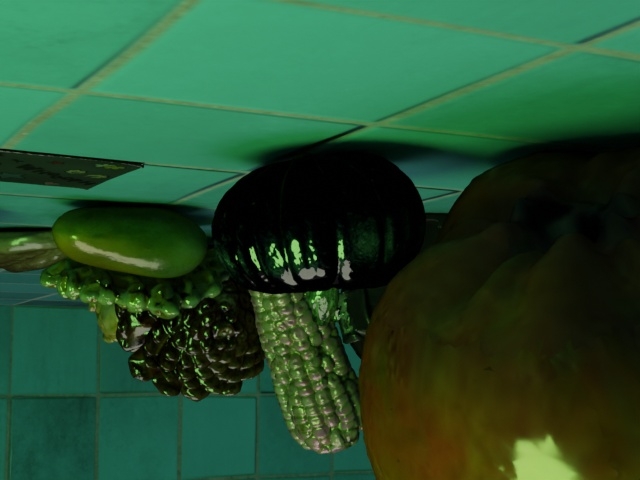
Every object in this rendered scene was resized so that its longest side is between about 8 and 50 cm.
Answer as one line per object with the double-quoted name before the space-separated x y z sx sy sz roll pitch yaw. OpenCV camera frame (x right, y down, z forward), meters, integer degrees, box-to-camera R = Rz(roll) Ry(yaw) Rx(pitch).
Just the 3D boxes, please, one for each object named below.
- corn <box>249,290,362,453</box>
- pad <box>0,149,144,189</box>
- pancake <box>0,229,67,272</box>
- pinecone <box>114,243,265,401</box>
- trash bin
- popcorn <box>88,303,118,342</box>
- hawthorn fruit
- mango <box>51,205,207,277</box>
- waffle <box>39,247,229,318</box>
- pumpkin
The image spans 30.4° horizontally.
"corn" -0.028 0.148 1.666 0.126 0.335 0.127 -19 -163 6
"pad" -0.312 -0.071 1.129 0.245 0.006 0.170 5 171 -30
"pancake" -0.396 0.019 1.698 0.241 0.050 0.242 0 174 0
"pinecone" -0.194 0.116 1.765 0.246 0.246 0.292 2 -176 -20
"trash bin" 0.135 0.080 1.590 0.252 0.203 0.301 -18 173 -5
"popcorn" -0.326 0.126 2.131 0.163 0.140 0.194 -14 -174 28
"hawthorn fruit" 0.263 0.143 0.998 0.471 0.472 0.472 0 173 0
"mango" -0.227 -0.004 1.399 0.191 0.086 0.122 12 -179 -24
"waffle" -0.228 0.046 1.506 0.223 0.054 0.204 11 -161 19
"pumpkin" -0.001 -0.014 1.063 0.194 0.150 0.194 -14 158 -6
